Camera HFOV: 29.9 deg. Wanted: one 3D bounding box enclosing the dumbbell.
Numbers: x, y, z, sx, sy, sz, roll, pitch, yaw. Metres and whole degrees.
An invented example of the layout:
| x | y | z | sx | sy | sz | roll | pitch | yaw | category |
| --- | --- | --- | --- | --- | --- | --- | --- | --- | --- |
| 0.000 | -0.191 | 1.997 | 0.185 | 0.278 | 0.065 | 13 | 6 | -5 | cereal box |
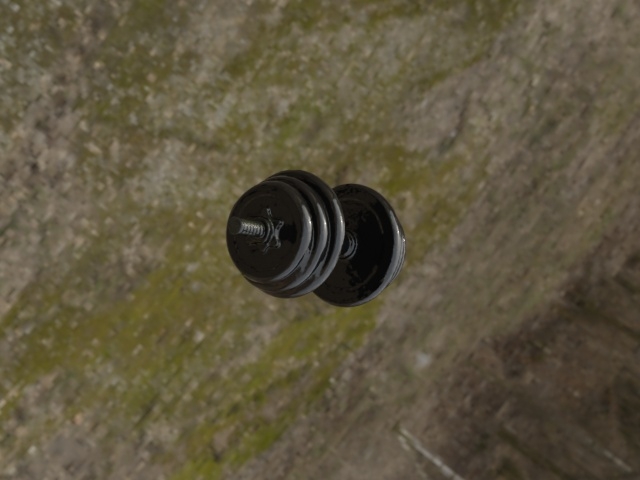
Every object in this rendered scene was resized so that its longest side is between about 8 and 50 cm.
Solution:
| x | y | z | sx | sy | sz | roll | pitch | yaw | category |
| --- | --- | --- | --- | --- | --- | --- | --- | --- | --- |
| 0.000 | 0.000 | 0.921 | 0.208 | 0.099 | 0.099 | 10 | 114 | -54 | dumbbell |
